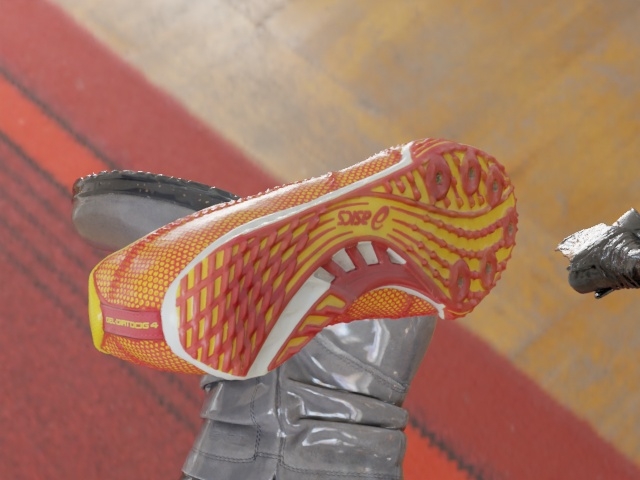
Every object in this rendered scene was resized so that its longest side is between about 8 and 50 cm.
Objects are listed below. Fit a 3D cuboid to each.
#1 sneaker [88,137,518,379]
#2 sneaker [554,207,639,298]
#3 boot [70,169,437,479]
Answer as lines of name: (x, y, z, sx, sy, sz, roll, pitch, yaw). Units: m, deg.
sneaker: (0.000, 0.000, 0.575, 0.067, 0.064, 0.175, 7, 13, 44)
sneaker: (0.260, 0.025, 1.563, 0.089, 0.051, 0.170, -35, 22, 12)
boot: (-0.072, 0.077, 1.279, 0.338, 0.118, 0.223, 11, 86, 37)
